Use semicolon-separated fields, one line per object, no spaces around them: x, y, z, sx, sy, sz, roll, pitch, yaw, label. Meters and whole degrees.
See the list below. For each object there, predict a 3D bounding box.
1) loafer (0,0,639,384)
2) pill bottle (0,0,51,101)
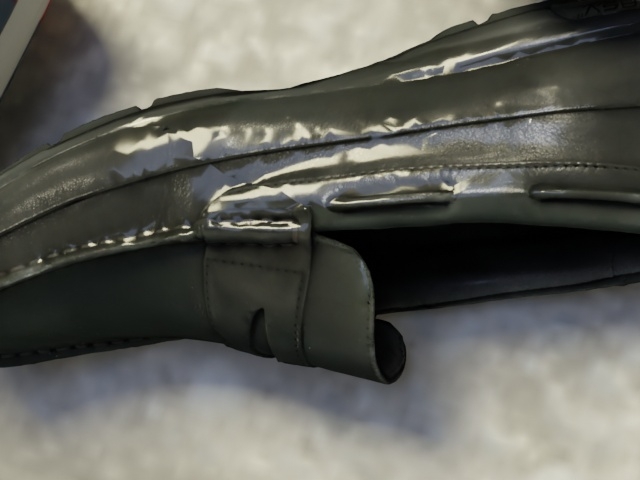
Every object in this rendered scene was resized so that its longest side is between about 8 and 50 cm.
0.000;0.000;0.507;0.223;0.076;0.078;-15;66;9;loafer
-0.155;-0.023;0.542;0.108;0.108;0.180;23;84;20;pill bottle
